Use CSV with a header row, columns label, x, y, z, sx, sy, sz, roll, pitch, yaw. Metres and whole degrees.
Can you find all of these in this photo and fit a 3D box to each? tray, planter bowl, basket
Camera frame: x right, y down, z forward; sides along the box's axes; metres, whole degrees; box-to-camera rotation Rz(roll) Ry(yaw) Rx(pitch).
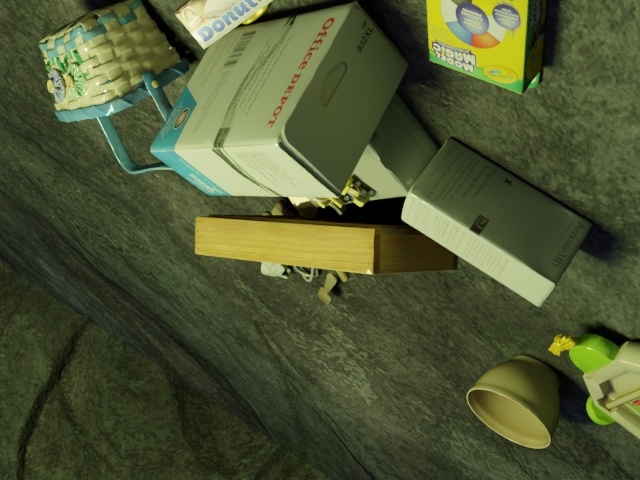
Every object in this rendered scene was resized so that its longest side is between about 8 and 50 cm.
label,x,y,z,sx,sy,sz,roll,pitch,yaw
tray,0.000,0.000,1.520,0.411,0.203,0.076,6,95,44
planter bowl,0.353,0.271,1.621,0.162,0.109,0.162,30,154,17
basket,-0.335,-0.245,1.566,0.255,0.201,0.289,0,125,52

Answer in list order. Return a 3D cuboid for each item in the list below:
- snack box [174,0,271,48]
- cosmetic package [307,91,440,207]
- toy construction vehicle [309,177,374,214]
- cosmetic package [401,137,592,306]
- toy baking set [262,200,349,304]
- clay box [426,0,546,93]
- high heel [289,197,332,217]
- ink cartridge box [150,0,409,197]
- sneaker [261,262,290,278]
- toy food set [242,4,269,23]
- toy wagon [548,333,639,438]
label,x,y,z,sx,sy,sz,roll,pitch,yaw
snack box,-0.108,-0.328,1.230,0.178,0.022,0.064,-28,116,27
cosmetic package,0.047,-0.130,1.372,0.238,0.107,0.127,-5,131,52
toy construction vehicle,0.019,-0.073,1.344,0.098,0.035,0.086,37,156,-4
cosmetic package,0.239,-0.026,1.269,0.231,0.117,0.085,32,155,12
toy baking set,-0.021,0.023,1.805,0.256,0.030,0.197,54,157,-17
clay box,0.184,-0.254,1.033,0.127,0.053,0.222,26,151,26
high heel,-0.046,-0.156,1.523,0.082,0.117,0.244,-33,93,28
ink cartridge box,-0.062,-0.182,1.265,0.307,0.223,0.129,4,151,50
sneaker,-0.098,0.033,1.898,0.061,0.053,0.152,18,160,20
toy food set,-0.175,-0.376,1.286,0.218,0.071,0.128,38,155,3
toy wagon,0.509,0.237,1.407,0.344,0.068,0.267,38,155,3
